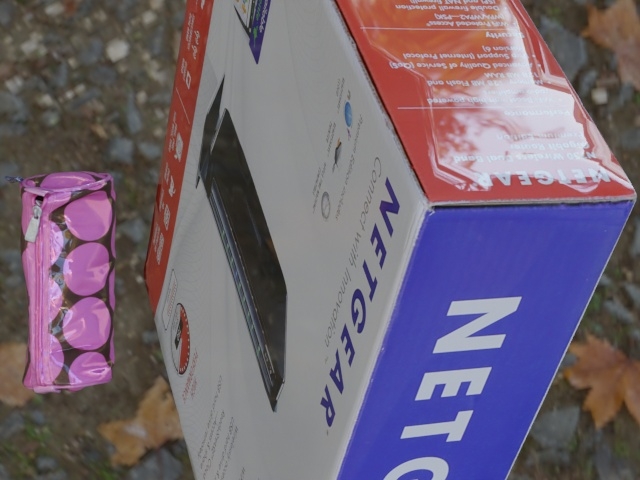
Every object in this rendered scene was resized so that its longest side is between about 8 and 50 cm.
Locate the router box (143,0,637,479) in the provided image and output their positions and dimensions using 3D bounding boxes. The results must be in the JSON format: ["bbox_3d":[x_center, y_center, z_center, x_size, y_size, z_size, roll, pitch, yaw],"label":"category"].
[{"bbox_3d":[0.000,0.000,0.678,0.082,0.335,0.301,-3,44,-19],"label":"router box"}]

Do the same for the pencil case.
[{"bbox_3d":[-0.238,0.041,1.327,0.095,0.098,0.209,2,103,12],"label":"pencil case"}]
